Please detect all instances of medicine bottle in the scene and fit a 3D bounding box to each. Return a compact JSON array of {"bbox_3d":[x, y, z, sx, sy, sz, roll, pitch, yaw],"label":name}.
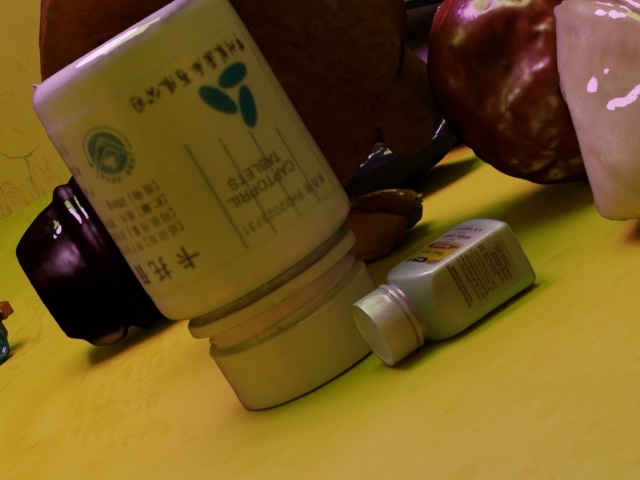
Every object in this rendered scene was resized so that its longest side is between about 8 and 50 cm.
[{"bbox_3d":[-0.075,-0.030,1.258,0.170,0.293,0.170,-30,10,6],"label":"medicine bottle"},{"bbox_3d":[0.083,0.036,1.180,0.118,0.055,0.074,-33,13,-14],"label":"medicine bottle"}]

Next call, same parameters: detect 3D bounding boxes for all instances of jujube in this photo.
[{"bbox_3d":[0.194,-0.142,1.376,0.190,0.190,0.255,-23,0,30],"label":"jujube"}]

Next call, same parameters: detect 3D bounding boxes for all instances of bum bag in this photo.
[{"bbox_3d":[0.008,-0.041,1.659,0.310,0.074,0.137,-24,-8,-1],"label":"bum bag"}]

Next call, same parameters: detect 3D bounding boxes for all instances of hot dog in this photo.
[{"bbox_3d":[0.000,0.000,1.533,0.235,0.062,0.092,-22,10,30],"label":"hot dog"}]

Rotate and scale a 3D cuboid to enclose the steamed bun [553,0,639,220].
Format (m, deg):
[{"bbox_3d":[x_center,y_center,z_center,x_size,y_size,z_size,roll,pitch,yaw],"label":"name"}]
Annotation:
[{"bbox_3d":[0.299,-0.167,1.146,0.289,0.203,0.276,-23,13,29],"label":"steamed bun"}]

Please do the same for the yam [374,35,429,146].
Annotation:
[{"bbox_3d":[0.116,-0.158,1.789,0.133,0.133,0.330,-37,18,-34],"label":"yam"}]

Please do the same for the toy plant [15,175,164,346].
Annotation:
[{"bbox_3d":[-0.189,-0.008,1.725,0.235,0.175,0.218,-33,-13,-5],"label":"toy plant"}]

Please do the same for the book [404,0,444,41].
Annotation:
[{"bbox_3d":[0.175,-0.261,1.807,0.428,0.039,0.300,-10,-3,13],"label":"book"}]

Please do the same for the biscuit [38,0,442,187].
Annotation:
[{"bbox_3d":[-0.064,-0.153,1.399,0.394,0.350,0.070,120,161,-56],"label":"biscuit"}]

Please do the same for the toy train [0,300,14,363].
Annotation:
[{"bbox_3d":[-0.462,0.117,1.993,0.091,0.136,0.227,-17,20,48],"label":"toy train"}]
